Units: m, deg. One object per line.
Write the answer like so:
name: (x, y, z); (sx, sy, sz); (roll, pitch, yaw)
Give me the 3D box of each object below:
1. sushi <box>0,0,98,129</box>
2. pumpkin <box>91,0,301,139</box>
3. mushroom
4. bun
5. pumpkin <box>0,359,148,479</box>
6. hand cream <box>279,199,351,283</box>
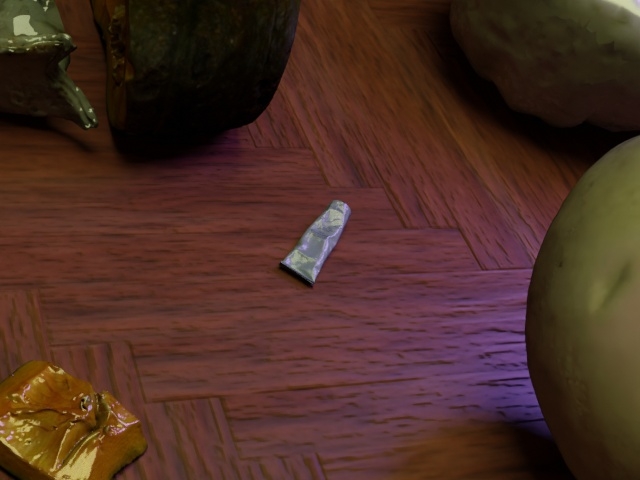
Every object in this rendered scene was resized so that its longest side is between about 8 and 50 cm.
sushi: (-0.277, -0.177, 0.824); (0.109, 0.134, 0.273); (-23, 73, -21)
pumpkin: (-0.110, -0.232, 0.858); (0.139, 0.222, 0.317); (6, 43, -19)
mushroom: (0.293, 0.034, 0.680); (0.315, 0.315, 0.356); (15, 50, -7)
bun: (0.276, -0.252, 1.066); (0.360, 0.211, 0.359); (10, 53, -13)
pumpkin: (-0.149, 0.108, 0.605); (0.101, 0.035, 0.073); (31, 43, 8)
hand cream: (0.000, 0.000, 0.810); (0.030, 0.019, 0.093); (29, 47, 6)
